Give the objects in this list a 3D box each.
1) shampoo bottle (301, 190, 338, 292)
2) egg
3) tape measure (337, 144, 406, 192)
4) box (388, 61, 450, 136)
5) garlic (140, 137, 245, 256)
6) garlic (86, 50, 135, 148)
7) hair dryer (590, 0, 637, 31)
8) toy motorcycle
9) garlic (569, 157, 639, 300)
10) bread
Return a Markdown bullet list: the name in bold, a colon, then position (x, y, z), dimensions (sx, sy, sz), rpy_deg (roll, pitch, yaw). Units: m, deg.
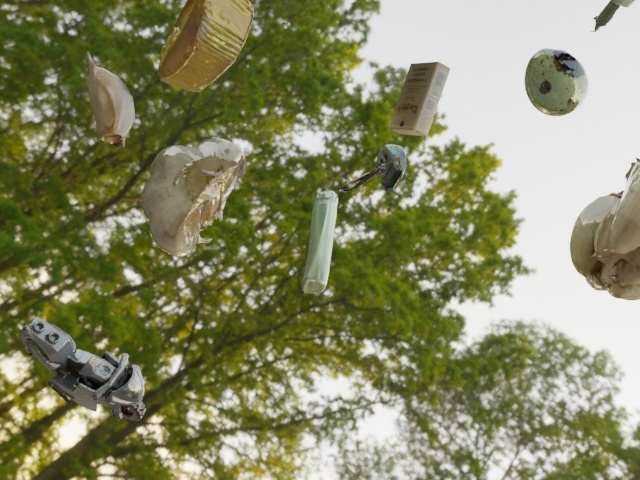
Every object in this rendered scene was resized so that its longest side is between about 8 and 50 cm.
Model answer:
- **shampoo bottle**: position (0.000, 0.000, 1.222), dimensions (0.049, 0.213, 0.072), rpy_deg (9, -36, -1)
- **egg**: position (0.342, -0.231, 0.921), dimensions (0.085, 0.085, 0.110), rpy_deg (5, -39, 47)
- **tape measure**: position (0.127, -0.189, 1.622), dimensions (0.104, 0.179, 0.107), rpy_deg (92, -11, -54)
- **box**: position (0.115, -0.165, 0.738), dimensions (0.053, 0.024, 0.083), rpy_deg (25, -82, 59)
- **garlic**: position (-0.235, -0.084, 1.102), dimensions (0.142, 0.229, 0.178), rpy_deg (25, -31, 0)
- **garlic**: position (-0.342, -0.227, 1.039), dimensions (0.084, 0.066, 0.152), rpy_deg (-161, -117, -75)
- **hair dryer**: position (0.475, -0.391, 0.849), dimensions (0.357, 0.107, 0.173), rpy_deg (115, -42, -68)
- **toy motorcycle**: position (-0.338, 0.187, 0.906), dimensions (0.215, 0.080, 0.122), rpy_deg (39, -42, -8)
- **garlic**: position (0.520, 0.004, 1.031), dimensions (0.184, 0.203, 0.281), rpy_deg (33, -21, 5)
- **bread**: position (-0.243, -0.413, 1.299), dimensions (0.119, 0.153, 0.288), rpy_deg (25, -18, -26)
